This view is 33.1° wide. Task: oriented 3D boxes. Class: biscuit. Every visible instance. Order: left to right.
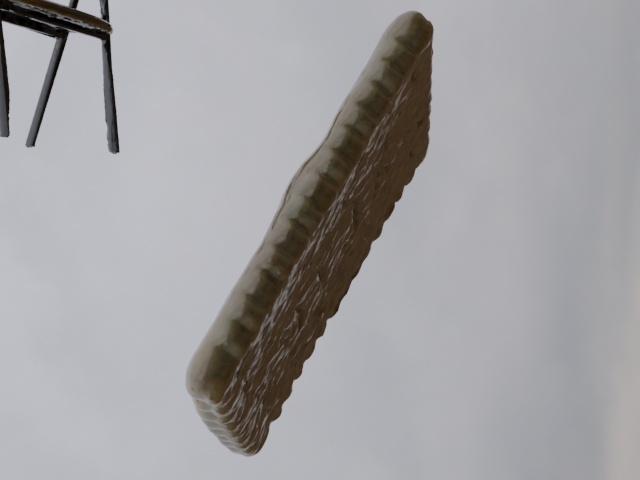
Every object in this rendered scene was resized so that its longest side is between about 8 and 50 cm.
[{"bbox_3d":[0.000,0.000,0.808,0.325,0.044,0.217,-61,-16,-17],"label":"biscuit"}]

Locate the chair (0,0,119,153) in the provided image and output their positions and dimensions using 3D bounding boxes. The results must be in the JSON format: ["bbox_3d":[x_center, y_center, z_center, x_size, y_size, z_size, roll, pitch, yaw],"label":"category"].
[{"bbox_3d":[-0.274,-0.215,1.042,0.159,0.172,0.247,5,-90,-58],"label":"chair"}]
